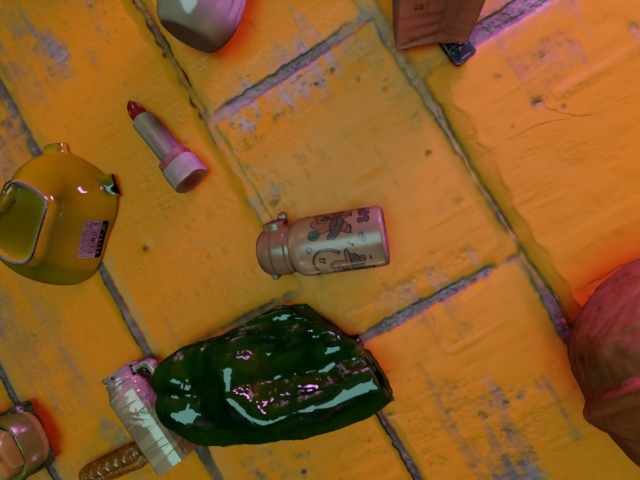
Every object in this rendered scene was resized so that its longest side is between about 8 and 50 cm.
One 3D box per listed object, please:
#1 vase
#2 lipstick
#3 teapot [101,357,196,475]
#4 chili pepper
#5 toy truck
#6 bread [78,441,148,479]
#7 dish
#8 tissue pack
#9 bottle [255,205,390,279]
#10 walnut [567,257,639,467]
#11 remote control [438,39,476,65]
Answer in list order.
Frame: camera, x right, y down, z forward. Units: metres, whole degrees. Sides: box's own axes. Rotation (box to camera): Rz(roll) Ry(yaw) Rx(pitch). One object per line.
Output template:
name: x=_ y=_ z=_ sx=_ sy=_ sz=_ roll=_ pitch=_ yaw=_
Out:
vase: x=-0.160 y=-0.430 z=0.662 sx=0.128 sy=0.128 sz=0.248 roll=22 pitch=90 yaw=8
lipstick: x=-0.276 y=-0.172 z=0.742 sx=0.063 sy=0.057 sz=0.186 roll=-41 pitch=82 yaw=11
teapot: x=-0.304 y=0.309 z=0.779 sx=0.107 sy=0.077 sz=0.200 roll=-36 pitch=89 yaw=8
chili pepper: x=-0.087 y=0.227 z=0.686 sx=0.385 sy=0.167 sz=0.213 roll=-15 pitch=95 yaw=10
toy truck: x=-0.620 y=0.408 z=0.791 sx=0.187 sy=0.210 sz=0.148 roll=-24 pitch=91 yaw=-7
bread: x=-0.398 y=0.434 z=0.824 sx=0.157 sy=0.044 sz=0.052 roll=-28 pitch=96 yaw=12
dish: x=-0.501 y=-0.039 z=0.766 sx=0.221 sy=0.108 sz=0.262 roll=33 pitch=100 yaw=5
tissue pack: x=0.155 y=-0.388 z=0.545 sx=0.124 sy=0.225 sz=0.184 roll=-1 pitch=89 yaw=8
bottle: x=0.000 y=0.000 z=0.683 sx=0.209 sy=0.097 sz=0.109 roll=-8 pitch=97 yaw=11
walnut: x=0.487 y=0.153 z=0.520 sx=0.333 sy=0.333 sz=0.332 roll=1 pitch=96 yaw=10
remote control: x=0.199 y=-0.316 z=0.660 sx=0.039 sy=0.014 sz=0.096 roll=-36 pitch=87 yaw=10
